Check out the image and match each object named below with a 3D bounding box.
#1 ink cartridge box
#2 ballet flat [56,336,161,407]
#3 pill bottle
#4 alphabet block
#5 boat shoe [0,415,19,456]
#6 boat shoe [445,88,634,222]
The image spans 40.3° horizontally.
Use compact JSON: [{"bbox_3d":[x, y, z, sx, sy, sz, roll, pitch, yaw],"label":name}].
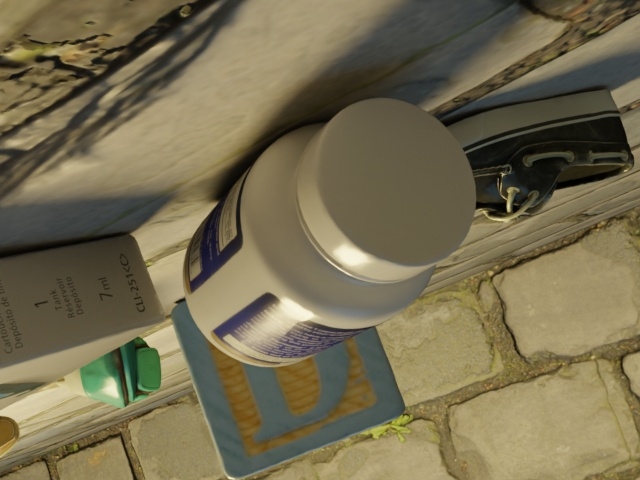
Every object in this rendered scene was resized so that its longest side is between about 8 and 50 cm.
[{"bbox_3d":[-0.284,0.092,0.527,0.296,0.066,0.261,-29,169,38],"label":"ink cartridge box"},{"bbox_3d":[-0.214,0.127,0.857,0.087,0.083,0.247,-6,168,-4],"label":"ballet flat"},{"bbox_3d":[0.000,0.000,0.478,0.112,0.112,0.186,-16,170,-28],"label":"pill bottle"},{"bbox_3d":[-0.029,0.132,0.949,0.193,0.192,0.197,-19,172,0],"label":"alphabet block"},{"bbox_3d":[-0.487,0.270,1.129,0.190,0.068,0.072,-17,158,-25],"label":"boat shoe"},{"bbox_3d":[0.137,-0.053,0.613,0.219,0.070,0.078,-17,170,-26],"label":"boat shoe"}]
